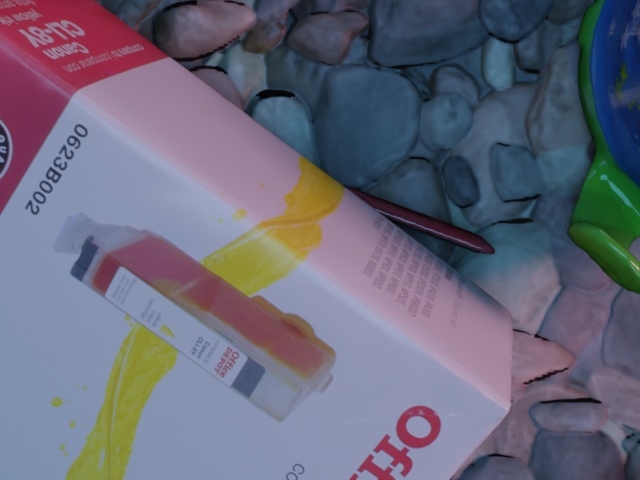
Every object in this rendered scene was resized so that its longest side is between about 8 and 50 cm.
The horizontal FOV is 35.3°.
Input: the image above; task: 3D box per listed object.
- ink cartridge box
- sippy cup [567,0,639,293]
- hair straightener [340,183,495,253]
[{"bbox_3d":[-0.107,0.062,0.643,0.385,0.160,0.279,36,109,-1],"label":"ink cartridge box"},{"bbox_3d":[0.285,-0.107,0.584,0.240,0.224,0.305,9,97,4],"label":"sippy cup"},{"bbox_3d":[0.000,0.000,0.705,0.230,0.047,0.089,21,97,-1],"label":"hair straightener"}]
